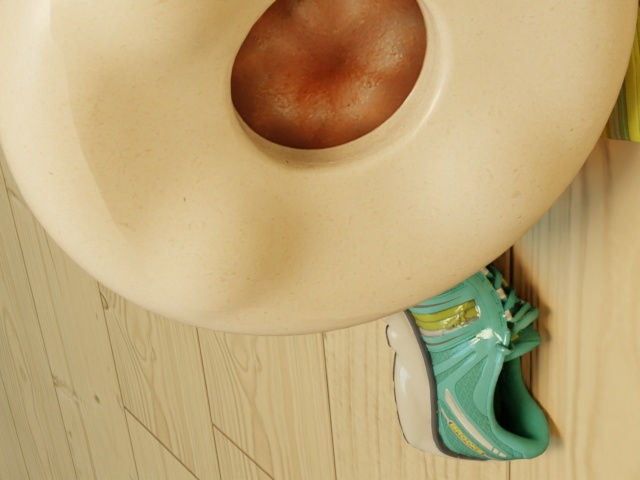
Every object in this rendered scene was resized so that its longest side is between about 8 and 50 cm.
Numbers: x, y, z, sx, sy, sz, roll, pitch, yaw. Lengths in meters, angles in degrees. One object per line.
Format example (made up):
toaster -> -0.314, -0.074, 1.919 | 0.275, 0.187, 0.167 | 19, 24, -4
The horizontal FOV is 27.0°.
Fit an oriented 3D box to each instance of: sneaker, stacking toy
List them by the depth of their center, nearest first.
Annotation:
stacking toy -> -0.052, -0.205, 0.848 | 0.480, 0.350, 0.351 | -117, 20, -50
sneaker -> 0.108, 0.044, 0.966 | 0.110, 0.107, 0.275 | 6, 125, 36

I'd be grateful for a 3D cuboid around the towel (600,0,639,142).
towel -> 0.121, -0.128, 0.854 | 0.237, 0.021, 0.102 | 20, 124, 54
